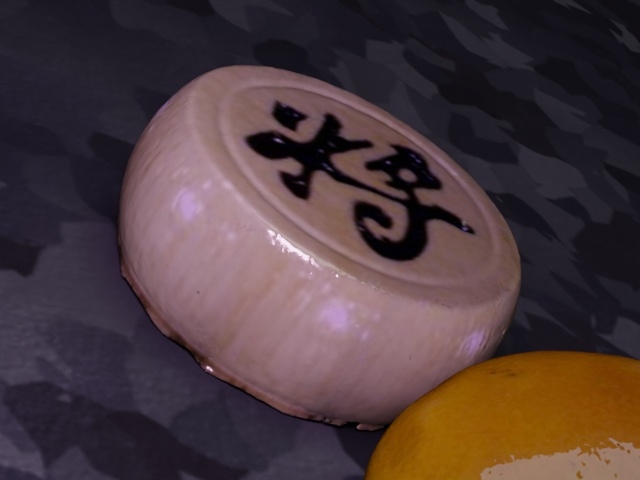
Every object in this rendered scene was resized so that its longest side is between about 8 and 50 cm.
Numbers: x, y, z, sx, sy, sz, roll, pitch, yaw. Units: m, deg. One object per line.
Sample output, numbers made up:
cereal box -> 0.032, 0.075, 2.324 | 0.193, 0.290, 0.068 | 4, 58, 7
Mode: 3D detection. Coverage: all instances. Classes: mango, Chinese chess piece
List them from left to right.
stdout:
Chinese chess piece -> 0.000, 0.000, 1.113 | 0.257, 0.104, 0.257 | 24, 29, -14
mango -> 0.138, 0.137, 0.990 | 0.254, 0.139, 0.175 | 11, 26, -22
